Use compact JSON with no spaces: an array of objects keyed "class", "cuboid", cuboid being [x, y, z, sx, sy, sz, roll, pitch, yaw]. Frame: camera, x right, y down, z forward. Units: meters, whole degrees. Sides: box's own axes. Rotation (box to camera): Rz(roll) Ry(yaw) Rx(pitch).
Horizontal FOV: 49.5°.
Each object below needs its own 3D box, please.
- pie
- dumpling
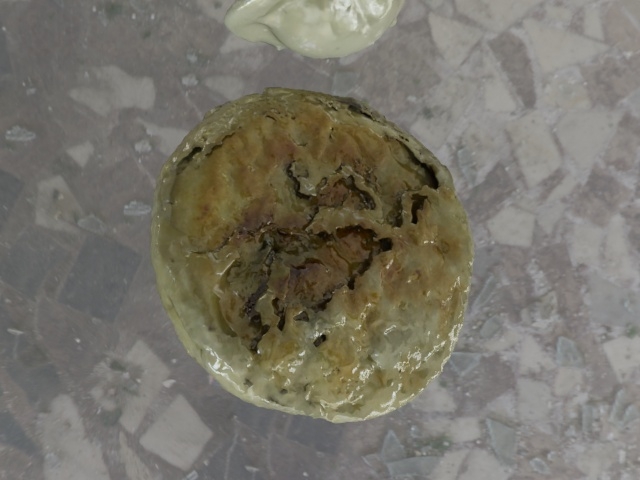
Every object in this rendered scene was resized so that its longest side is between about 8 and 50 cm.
[{"class":"pie","cuboid":[0.000,0.000,0.649,0.339,0.077,0.339,7,68,-19]},{"class":"dumpling","cuboid":[0.044,-0.329,0.816,0.187,0.243,0.318,51,61,-18]}]
